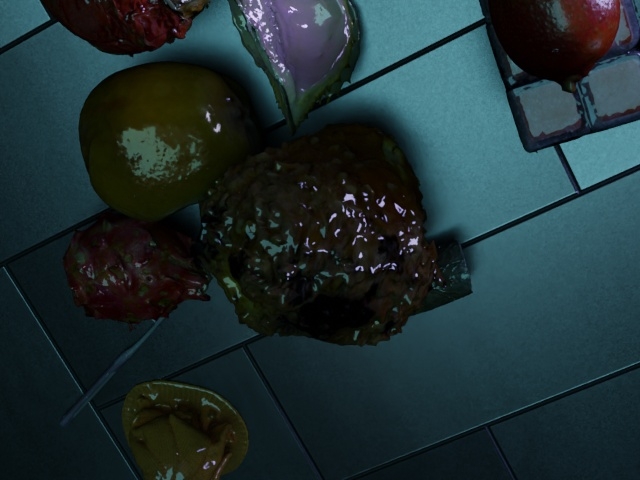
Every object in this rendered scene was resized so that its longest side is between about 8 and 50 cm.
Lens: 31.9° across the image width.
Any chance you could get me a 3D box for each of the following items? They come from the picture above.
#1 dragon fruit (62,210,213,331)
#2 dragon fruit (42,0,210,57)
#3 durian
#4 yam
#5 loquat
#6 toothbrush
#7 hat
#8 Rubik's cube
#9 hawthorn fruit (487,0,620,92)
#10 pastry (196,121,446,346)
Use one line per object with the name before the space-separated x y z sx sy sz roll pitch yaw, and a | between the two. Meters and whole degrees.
dragon fruit | -0.315 0.048 1.948 0.268 0.210 0.205 10 150 8
dragon fruit | -0.311 -0.439 1.728 0.342 0.277 0.277 46 112 24
durian | -0.034 -0.344 1.796 0.196 0.185 0.305 -29 97 -10
yam | 0.177 0.075 1.928 0.183 0.107 0.107 -22 104 16
loquat | -0.246 -0.169 1.818 0.284 0.276 0.276 -17 106 14
toothbrush | -0.388 0.231 2.110 0.029 0.024 0.354 43 110 -1
hat | -0.277 0.400 2.042 0.233 0.233 0.244 -29 104 16
Rubik's cube | 0.398 -0.340 1.647 0.304 0.301 0.305 -14 107 14
hawthorn fruit | 0.304 -0.284 1.440 0.169 0.169 0.188 -12 109 12
pastry | 0.016 0.007 1.770 0.337 0.405 0.292 49 141 17
